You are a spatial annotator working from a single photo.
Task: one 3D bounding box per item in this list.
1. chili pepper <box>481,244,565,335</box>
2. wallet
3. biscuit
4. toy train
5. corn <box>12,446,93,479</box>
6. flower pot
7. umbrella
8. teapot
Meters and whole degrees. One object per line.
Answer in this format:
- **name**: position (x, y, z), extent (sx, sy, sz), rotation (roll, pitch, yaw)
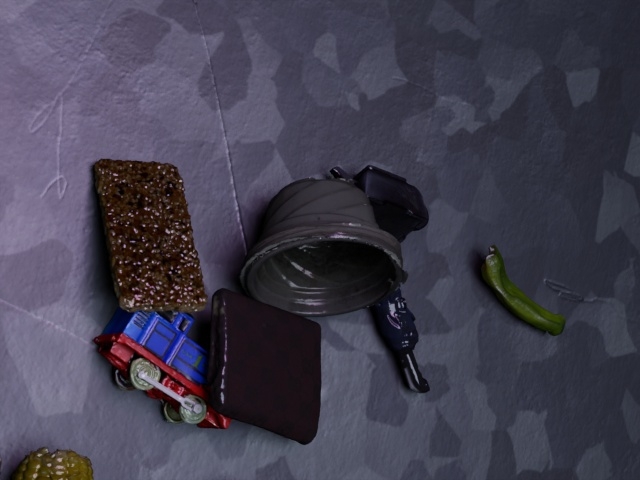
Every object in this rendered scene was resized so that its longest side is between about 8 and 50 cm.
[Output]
- **chili pepper**: position (0.317, 0.088, 2.124), extent (0.201, 0.050, 0.052), rotation (42, 50, -23)
- **wallet**: position (-0.077, 0.174, 1.828), extent (0.229, 0.049, 0.182), rotation (28, 58, -51)
- **biscuit**: position (-0.228, -0.009, 1.770), extent (0.131, 0.025, 0.231), rotation (1, 60, -31)
- **toy train**: position (-0.199, 0.164, 1.789), extent (0.204, 0.082, 0.131), rotation (39, 65, -22)
- **corn**: position (-0.344, 0.433, 1.645), extent (0.131, 0.131, 0.345), rotation (8, 74, -30)
- **flower pot**: position (0.000, 0.000, 1.867), extent (0.235, 0.235, 0.141), rotation (14, 57, -29)
- **umbrella**: position (0.114, 0.118, 1.989), extent (0.071, 0.071, 0.248), rotation (-20, 94, -31)
- **teapot**: position (0.089, -0.066, 1.990), extent (0.177, 0.087, 0.096), rotation (20, 50, -28)
